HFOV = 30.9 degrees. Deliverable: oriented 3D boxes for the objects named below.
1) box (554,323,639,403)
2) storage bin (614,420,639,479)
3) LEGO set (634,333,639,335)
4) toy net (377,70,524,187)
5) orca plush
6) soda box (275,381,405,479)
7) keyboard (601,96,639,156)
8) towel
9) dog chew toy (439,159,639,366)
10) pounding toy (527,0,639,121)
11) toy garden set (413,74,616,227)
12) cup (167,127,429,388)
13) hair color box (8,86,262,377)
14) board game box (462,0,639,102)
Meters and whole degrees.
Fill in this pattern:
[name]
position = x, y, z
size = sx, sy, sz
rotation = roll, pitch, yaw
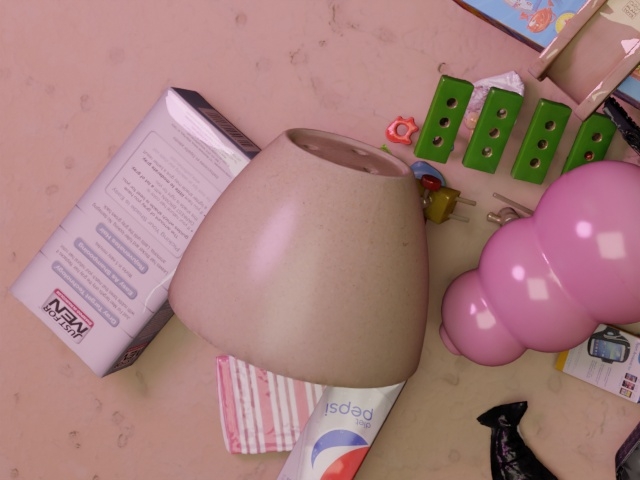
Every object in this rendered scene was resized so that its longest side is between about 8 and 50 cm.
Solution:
[box]
position = 0.380, 0.154, 1.503
size = 0.136, 0.028, 0.081
rotation = 23, 100, 31
[storage bin]
position = 0.472, 0.262, 1.483
size = 0.122, 0.084, 0.180
rotation = 36, 102, 9
[LEGO set]
position = 0.423, 0.137, 1.520
size = 0.083, 0.023, 0.054
rotation = -32, 89, 1
[toy net]
position = 0.172, -0.146, 1.547
size = 0.232, 0.045, 0.122
rotation = -45, 82, 11
[orca plush]
position = 0.298, 0.353, 1.521
size = 0.151, 0.102, 0.287
rotation = -14, 91, 14
[soda box]
position = 0.018, 0.277, 1.563
size = 0.091, 0.098, 0.286
rotation = 29, 98, 7
[keyboard]
position = 0.427, -0.108, 1.442
size = 0.192, 0.100, 0.038
rotation = 47, 115, -4
[towel]
position = -0.048, 0.224, 1.637
size = 0.197, 0.029, 0.144
rotation = -7, 93, 11
[dog chew toy]
position = 0.295, 0.046, 1.454
size = 0.331, 0.206, 0.207
rotation = -34, 86, 20
[pounding toy]
position = 0.295, -0.258, 1.146
size = 0.155, 0.154, 0.269
rotation = 44, 123, 6
[toy garden set]
position = 0.233, -0.098, 1.502
size = 0.244, 0.049, 0.204
rotation = 12, 115, -15
[cup]
position = 0.000, 0.000, 1.431
size = 0.331, 0.331, 0.237
rotation = 21, 109, 11
[hair color box]
position = -0.240, -0.011, 1.620
size = 0.185, 0.113, 0.374
rotation = 42, 102, 8
[board game box]
position = 0.298, -0.253, 1.371
size = 0.302, 0.308, 0.086
rotation = 32, 102, 10
